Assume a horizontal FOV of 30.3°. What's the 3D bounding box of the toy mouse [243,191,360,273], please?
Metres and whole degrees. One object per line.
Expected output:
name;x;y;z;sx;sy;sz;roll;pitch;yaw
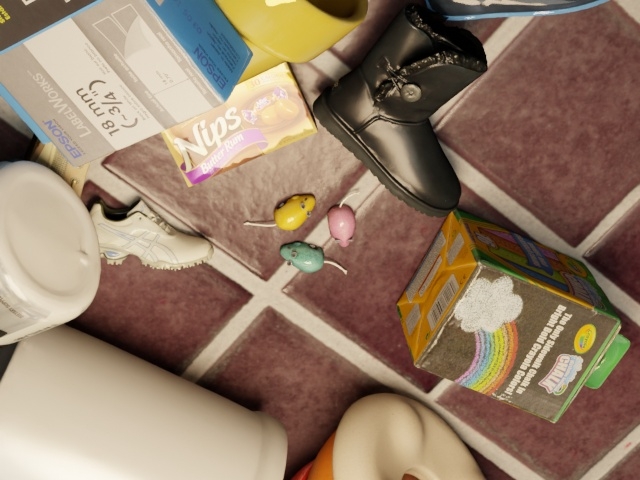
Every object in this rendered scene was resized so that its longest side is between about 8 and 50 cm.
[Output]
toy mouse;0.000;0.000;1.622;0.161;0.031;0.143;-28;115;9

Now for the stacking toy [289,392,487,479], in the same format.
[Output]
stacking toy;-0.003;0.464;1.746;0.480;0.350;0.350;-32;116;30

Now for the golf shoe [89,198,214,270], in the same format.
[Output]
golf shoe;-0.227;-0.010;1.581;0.176;0.069;0.086;5;110;-8

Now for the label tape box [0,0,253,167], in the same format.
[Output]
label tape box;-0.278;-0.207;1.264;0.334;0.106;0.240;-18;123;32

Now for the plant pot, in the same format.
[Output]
plant pot;-0.115;-0.285;1.367;0.239;0.254;0.254;-35;115;27

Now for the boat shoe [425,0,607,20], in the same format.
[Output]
boat shoe;0.256;-0.326;1.440;0.258;0.109;0.089;-11;128;-2

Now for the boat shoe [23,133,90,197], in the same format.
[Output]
boat shoe;-0.296;-0.149;1.486;0.098;0.109;0.302;21;119;-18

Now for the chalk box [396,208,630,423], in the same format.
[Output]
chalk box;0.279;0.112;1.621;0.289;0.179;0.180;23;111;-16

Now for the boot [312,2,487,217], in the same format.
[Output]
boot;0.139;-0.160;1.491;0.246;0.094;0.207;40;127;-15

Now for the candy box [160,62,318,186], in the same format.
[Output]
candy box;-0.110;-0.157;1.525;0.187;0.053;0.109;-22;116;5

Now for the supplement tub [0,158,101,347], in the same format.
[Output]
supplement tub;-0.456;0.047;1.456;0.338;0.207;0.207;-22;117;26

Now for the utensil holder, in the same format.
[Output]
utensil holder;-0.288;0.309;1.591;0.385;0.327;0.327;29;110;-16
